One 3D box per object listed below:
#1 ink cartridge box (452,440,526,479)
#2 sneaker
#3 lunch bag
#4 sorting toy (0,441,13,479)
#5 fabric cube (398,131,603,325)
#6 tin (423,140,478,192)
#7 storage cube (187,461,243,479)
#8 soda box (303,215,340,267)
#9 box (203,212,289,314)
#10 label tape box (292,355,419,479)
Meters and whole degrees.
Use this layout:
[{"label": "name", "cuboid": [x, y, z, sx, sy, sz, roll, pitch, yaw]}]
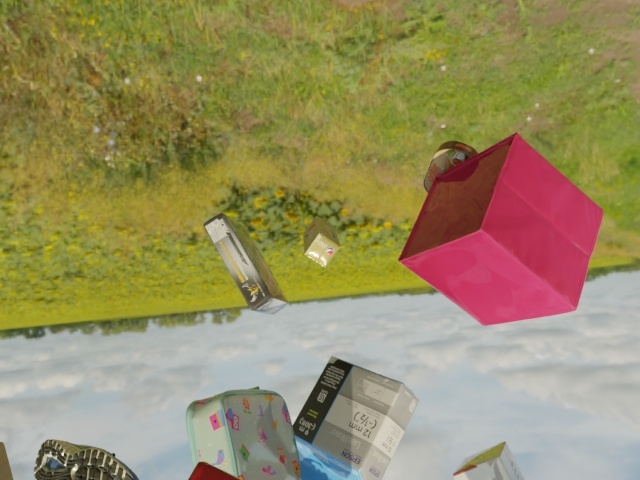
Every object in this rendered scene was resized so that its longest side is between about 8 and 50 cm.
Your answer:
[{"label": "ink cartridge box", "cuboid": [0.425, 0.597, 1.460, 0.128, 0.127, 0.176, -30, 163, 17]}, {"label": "sneaker", "cuboid": [-0.515, 0.538, 1.373, 0.330, 0.130, 0.147, 6, 167, 36]}, {"label": "lunch bag", "cuboid": [-0.146, 0.401, 1.159, 0.107, 0.224, 0.279, -25, 158, 15]}, {"label": "sorting toy", "cuboid": [-0.575, 0.511, 0.946, 0.089, 0.257, 0.255, 15, -167, -41]}, {"label": "fabric cube", "cuboid": [0.366, -0.011, 1.203, 0.258, 0.259, 0.254, 36, 152, -14]}, {"label": "tin", "cuboid": [0.299, -0.154, 1.344, 0.106, 0.040, 0.190, 22, 151, 6]}, {"label": "storage cube", "cuboid": [-0.064, 0.362, 0.570, 0.215, 0.193, 0.184, 17, 149, 17]}, {"label": "soda box", "cuboid": [0.000, 0.000, 1.355, 0.058, 0.061, 0.181, 34, -169, -10]}, {"label": "box", "cuboid": [-0.168, 0.059, 1.369, 0.056, 0.231, 0.183, -32, 167, 2]}, {"label": "label tape box", "cuboid": [0.059, 0.497, 1.501, 0.249, 0.348, 0.115, 12, 151, 43]}]
